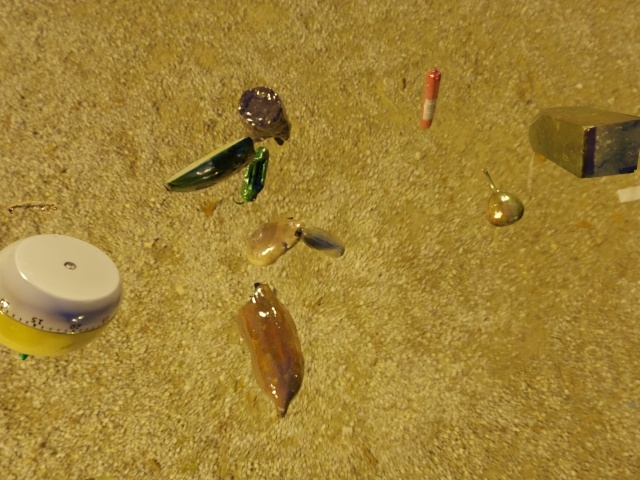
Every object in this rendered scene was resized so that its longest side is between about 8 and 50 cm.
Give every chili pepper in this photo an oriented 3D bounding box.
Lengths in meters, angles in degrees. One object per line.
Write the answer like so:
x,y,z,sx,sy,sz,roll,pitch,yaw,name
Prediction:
-0.239,-0.230,1.460,0.074,0.257,0.100,37,39,18,chili pepper

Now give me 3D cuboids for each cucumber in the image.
-0.125,-0.079,0.464,0.107,0.067,0.035,-39,116,-26,cucumber

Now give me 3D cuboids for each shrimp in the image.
-0.670,-0.074,0.939,0.114,0.083,0.023,9,109,15,shrimp

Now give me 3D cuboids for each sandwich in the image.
-0.238,0.275,1.559,0.100,0.288,0.254,8,75,0,sandwich

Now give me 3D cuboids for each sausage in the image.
0.252,-0.319,0.942,0.034,0.253,0.034,-2,79,9,sausage

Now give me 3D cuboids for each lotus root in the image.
0.000,-0.001,1.386,0.183,0.090,0.077,26,99,-5,lotus root

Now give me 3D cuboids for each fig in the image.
0.692,-0.171,1.597,0.149,0.149,0.245,-23,85,-7,fig

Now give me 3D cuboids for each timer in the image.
-0.605,0.152,0.901,0.285,0.285,0.285,0,78,-2,timer

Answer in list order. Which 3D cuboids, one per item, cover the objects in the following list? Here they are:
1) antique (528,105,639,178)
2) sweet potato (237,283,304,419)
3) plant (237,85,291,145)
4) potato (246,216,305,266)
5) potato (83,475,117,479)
0.423,-0.174,0.678,0.081,0.221,0.080,-6,114,7,antique
-0.121,0.278,1.068,0.158,0.158,0.369,-25,53,-7,sweet potato
-0.227,-0.494,1.648,0.188,0.276,0.199,-19,86,4,plant
-0.198,-0.005,1.765,0.296,0.141,0.191,-27,44,16,potato
-0.569,0.693,1.057,0.105,0.085,0.188,-13,109,-28,potato
